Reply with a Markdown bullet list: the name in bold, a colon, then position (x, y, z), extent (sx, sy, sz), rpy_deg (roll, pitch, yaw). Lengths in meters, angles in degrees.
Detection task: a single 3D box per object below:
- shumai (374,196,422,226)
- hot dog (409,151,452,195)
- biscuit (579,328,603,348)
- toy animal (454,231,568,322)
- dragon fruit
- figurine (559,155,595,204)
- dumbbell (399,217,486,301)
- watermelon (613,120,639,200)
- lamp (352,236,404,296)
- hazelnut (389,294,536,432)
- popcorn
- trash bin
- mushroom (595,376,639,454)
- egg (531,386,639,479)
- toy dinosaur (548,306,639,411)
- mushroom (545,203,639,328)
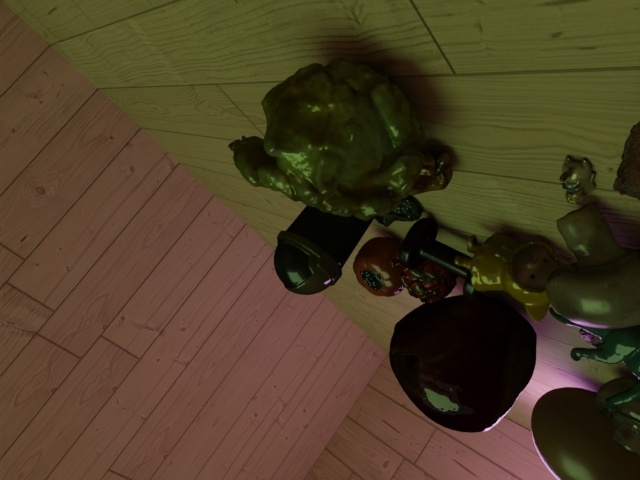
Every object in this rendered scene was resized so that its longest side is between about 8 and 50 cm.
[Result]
- **shumai**: position (0.184, -0.073, 1.438), extent (0.124, 0.087, 0.099), rpy_deg (28, 164, 28)
- **hot dog**: position (0.196, -0.142, 1.204), extent (0.100, 0.068, 0.249), rpy_deg (26, 173, -16)
- **biscuit**: position (0.687, 0.240, 1.380), extent (0.124, 0.026, 0.175), rpy_deg (30, 166, 23)
- **toy animal**: position (0.402, 0.062, 1.217), extent (0.230, 0.156, 0.156), rpy_deg (28, 165, 38)
- **dragon fruit**: position (0.291, 0.083, 1.619), extent (0.172, 0.160, 0.166), rpy_deg (54, -159, -9)
- **figurine**: position (0.398, -0.089, 0.903), extent (0.083, 0.050, 0.047), rpy_deg (46, 170, -36)
- **dumbbell**: position (0.314, 0.045, 1.404), extent (0.226, 0.140, 0.124), rpy_deg (30, -178, 30)
- **watermelon**: position (0.447, -0.084, 0.598), extent (0.140, 0.192, 0.257), rpy_deg (7, -178, -35)
- **lamp**: position (0.199, 0.075, 1.771), extent (0.188, 0.164, 0.187), rpy_deg (25, 141, 23)
- **hazelnut**: position (0.410, 0.320, 1.607), extent (0.402, 0.401, 0.429), rpy_deg (29, -157, 31)
- **popcorn**: position (0.025, -0.183, 1.033), extent (0.336, 0.279, 0.274), rpy_deg (33, -153, 9)
- **trash bin**: position (0.000, 0.000, 1.627), extent (0.214, 0.333, 0.214), rpy_deg (34, 169, 8)
- **mushroom**: position (0.812, 0.450, 1.464), extent (0.226, 0.178, 0.226), rpy_deg (42, 175, 5)
- **egg**: position (0.822, 0.618, 1.754), extent (0.374, 0.301, 0.301), rpy_deg (39, 168, 15)
- **toy dinosaur**: position (0.698, 0.211, 1.176), extent (0.383, 0.130, 0.330), rpy_deg (54, 141, 21)
- **mushroom**: position (0.480, 0.052, 0.964), extent (0.207, 0.209, 0.206), rpy_deg (-3, 151, -2)
